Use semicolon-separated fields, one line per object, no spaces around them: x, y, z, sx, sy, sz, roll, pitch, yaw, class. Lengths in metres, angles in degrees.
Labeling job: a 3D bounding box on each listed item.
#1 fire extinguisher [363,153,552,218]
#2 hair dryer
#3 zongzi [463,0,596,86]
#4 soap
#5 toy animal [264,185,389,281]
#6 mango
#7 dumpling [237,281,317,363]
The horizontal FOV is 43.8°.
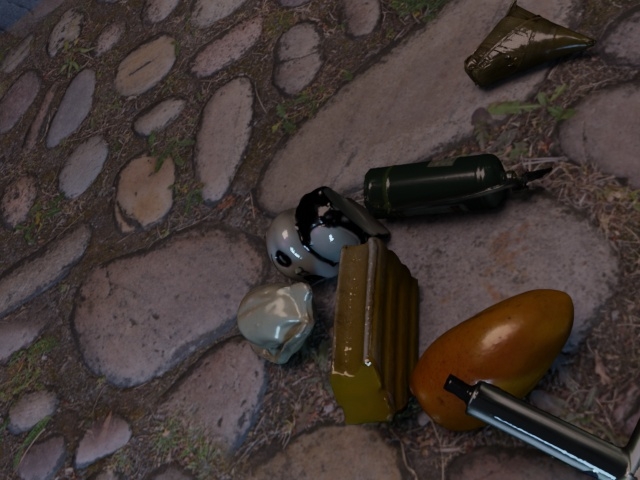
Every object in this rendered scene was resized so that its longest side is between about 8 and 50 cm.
0.217;-0.087;1.281;0.294;0.093;0.118;-4;16;31;fire extinguisher
0.323;0.182;0.917;0.320;0.284;0.156;-54;3;-6;hair dryer
0.351;-0.311;1.364;0.160;0.078;0.176;-51;54;2;zongzi
0.083;0.145;1.159;0.080;0.160;0.258;-14;52;28;soap
0.000;0.000;1.337;0.179;0.166;0.138;-36;31;24;toy animal
0.236;0.154;1.066;0.252;0.153;0.126;-42;51;21;mango
-0.070;0.134;1.311;0.199;0.118;0.136;-32;56;50;dumpling
